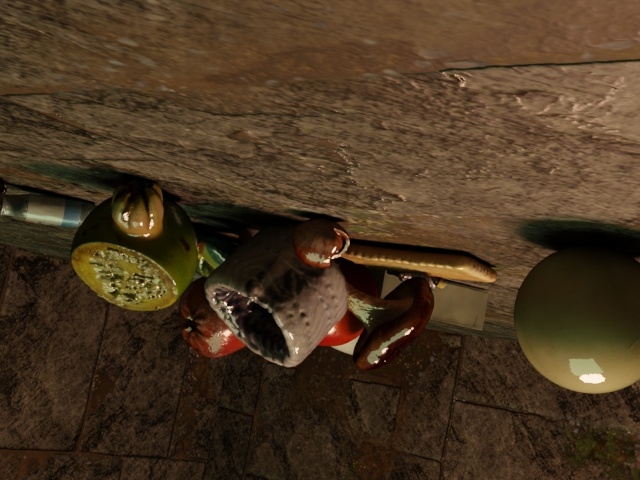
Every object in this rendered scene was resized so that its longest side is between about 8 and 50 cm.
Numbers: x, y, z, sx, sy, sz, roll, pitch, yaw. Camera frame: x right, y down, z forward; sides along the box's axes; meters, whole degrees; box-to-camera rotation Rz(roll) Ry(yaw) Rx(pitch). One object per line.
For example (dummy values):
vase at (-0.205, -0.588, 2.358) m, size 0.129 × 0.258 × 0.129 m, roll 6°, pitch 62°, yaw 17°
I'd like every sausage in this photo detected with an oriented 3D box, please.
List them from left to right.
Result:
sausage at (-0.145, -0.001, 1.821) m, size 0.026 × 0.026 × 0.116 m, roll 11°, pitch 173°, yaw -5°

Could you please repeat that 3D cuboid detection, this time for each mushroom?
mushroom at (0.071, 0.115, 1.717) m, size 0.217 × 0.148 × 0.227 m, roll 31°, pitch 124°, yaw -9°

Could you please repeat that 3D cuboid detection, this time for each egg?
egg at (0.345, 0.100, 1.235) m, size 0.188 × 0.189 × 0.254 m, roll 10°, pitch 179°, yaw 2°

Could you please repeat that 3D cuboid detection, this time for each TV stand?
TV stand at (0.214, 0.119, 1.968) m, size 0.269 × 0.088 × 0.082 m, roll 15°, pitch 173°, yaw -30°

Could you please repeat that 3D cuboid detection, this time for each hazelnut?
hazelnut at (0.000, 0.000, 1.442) m, size 0.086 × 0.087 × 0.086 m, roll 11°, pitch 173°, yaw 1°

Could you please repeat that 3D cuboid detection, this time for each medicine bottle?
medicine bottle at (-0.524, -0.058, 1.772) m, size 0.208 × 0.054 × 0.090 m, roll 7°, pitch 176°, yaw -22°

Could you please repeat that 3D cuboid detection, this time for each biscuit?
biscuit at (0.164, 0.036, 1.633) m, size 0.249 × 0.030 × 0.160 m, roll 6°, pitch 173°, yaw 32°

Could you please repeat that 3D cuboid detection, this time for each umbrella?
umbrella at (0.180, 0.065, 1.808) m, size 0.143 × 0.037 × 0.040 m, roll 19°, pitch 156°, yaw -34°

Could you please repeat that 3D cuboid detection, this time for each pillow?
pillow at (-0.212, 0.019, 1.782) m, size 0.233 × 0.086 × 0.214 m, roll 23°, pitch 168°, yaw 30°

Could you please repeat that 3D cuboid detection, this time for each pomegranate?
pomegranate at (-0.292, -0.014, 1.498) m, size 0.189 × 0.159 × 0.241 m, roll -2°, pitch 140°, yaw 25°

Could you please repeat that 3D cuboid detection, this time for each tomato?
tomato at (0.022, 0.114, 1.835) m, size 0.195 × 0.195 × 0.136 m, roll 18°, pitch -178°, yaw -45°

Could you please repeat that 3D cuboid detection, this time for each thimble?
thimble at (-0.070, 0.087, 1.603) m, size 0.217 × 0.157 × 0.245 m, roll 41°, pitch 157°, yaw 5°

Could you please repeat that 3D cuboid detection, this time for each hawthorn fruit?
hawthorn fruit at (-0.196, 0.144, 1.903) m, size 0.172 × 0.173 × 0.173 m, roll 11°, pitch 173°, yaw 1°

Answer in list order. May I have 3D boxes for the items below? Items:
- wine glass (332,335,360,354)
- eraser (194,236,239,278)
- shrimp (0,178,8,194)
wine glass at (0.028, 0.162, 2.201) m, size 0.356 × 0.191 × 0.190 m, roll 6°, pitch 171°, yaw 28°
eraser at (-0.276, 0.031, 1.984) m, size 0.270 × 0.095 × 0.174 m, roll 11°, pitch 167°, yaw -10°
shrimp at (-0.626, -0.103, 1.663) m, size 0.147 × 0.035 × 0.195 m, roll 13°, pitch -177°, yaw 11°
